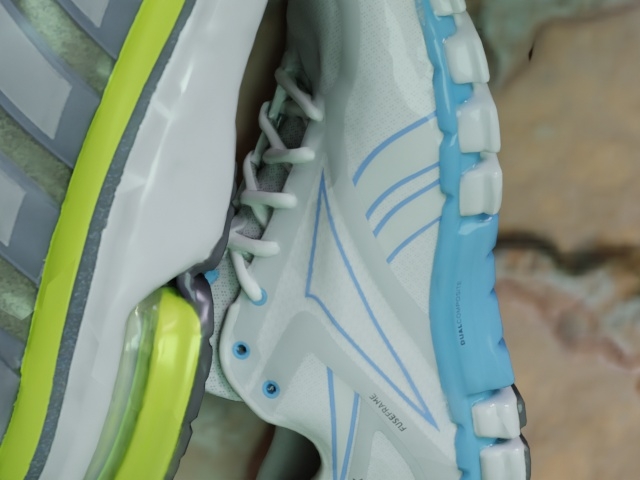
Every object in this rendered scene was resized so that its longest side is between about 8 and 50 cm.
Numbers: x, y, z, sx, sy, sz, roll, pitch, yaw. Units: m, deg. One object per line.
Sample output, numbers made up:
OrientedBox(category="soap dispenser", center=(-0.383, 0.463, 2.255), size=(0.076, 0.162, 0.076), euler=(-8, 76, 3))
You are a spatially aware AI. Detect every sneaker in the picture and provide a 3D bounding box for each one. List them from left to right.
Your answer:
OrientedBox(category="sneaker", center=(-0.073, -0.070, 0.410), size=(0.121, 0.111, 0.300), euler=(4, 107, -18))
OrientedBox(category="sneaker", center=(0.000, 0.000, 0.488), size=(0.083, 0.071, 0.191), euler=(-13, 115, -10))
